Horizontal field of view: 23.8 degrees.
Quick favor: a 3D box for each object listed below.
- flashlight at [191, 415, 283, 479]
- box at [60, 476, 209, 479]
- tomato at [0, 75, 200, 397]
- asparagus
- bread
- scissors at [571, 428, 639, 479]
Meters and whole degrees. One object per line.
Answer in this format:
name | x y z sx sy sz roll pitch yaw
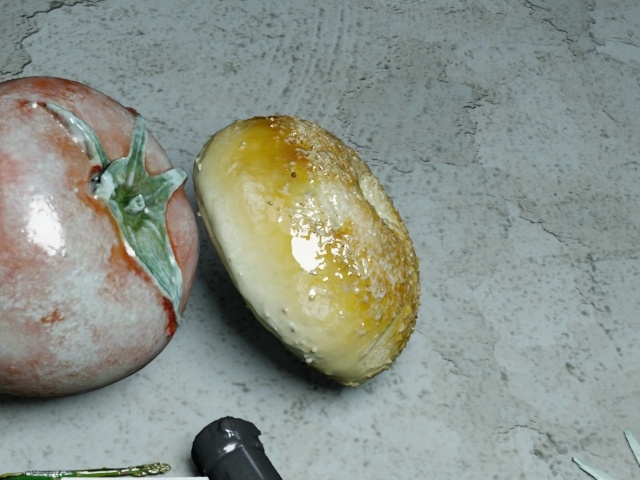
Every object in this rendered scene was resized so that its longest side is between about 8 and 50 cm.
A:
flashlight | -0.048 0.264 1.411 0.093 0.093 0.232 -16 45 -27
box | -0.161 0.306 1.339 0.139 0.073 0.194 1 44 -12
tomato | -0.267 -0.003 1.471 0.283 0.316 0.316 -21 33 29
asparagus | -0.226 0.224 1.457 0.166 0.013 0.016 -1 55 -13
bread | 0.000 0.000 1.559 0.159 0.305 0.305 -33 47 12
scissors | 0.362 0.289 1.525 0.144 0.017 0.247 -19 49 -31
